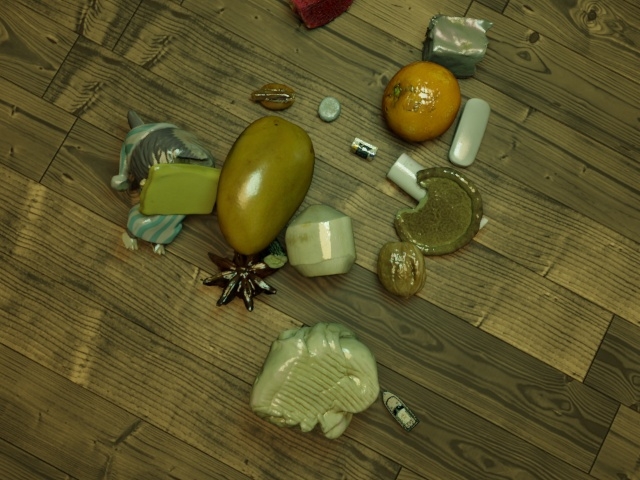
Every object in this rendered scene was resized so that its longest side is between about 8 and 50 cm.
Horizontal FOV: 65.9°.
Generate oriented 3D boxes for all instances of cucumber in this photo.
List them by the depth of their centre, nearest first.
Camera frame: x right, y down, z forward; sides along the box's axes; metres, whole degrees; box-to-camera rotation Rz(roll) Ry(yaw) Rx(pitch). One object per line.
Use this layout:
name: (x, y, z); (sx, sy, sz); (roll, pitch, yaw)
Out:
cucumber: (-0.187, -0.016, 1.552); (0.074, 0.074, 0.241); (-33, 62, -4)

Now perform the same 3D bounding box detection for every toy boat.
toy boat: (0.244, 0.530, 1.548); (0.055, 0.060, 0.141); (-41, 84, -3)

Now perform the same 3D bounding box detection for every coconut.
coconut: (0.002, 0.000, 1.508); (0.241, 0.241, 0.241); (0, 85, -1)

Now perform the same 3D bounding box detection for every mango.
mango: (-0.166, -0.166, 1.456); (0.232, 0.300, 0.445); (11, 63, 21)

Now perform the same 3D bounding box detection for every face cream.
face cream: (0.374, -0.140, 1.587); (0.345, 0.102, 0.102); (39, 85, 3)

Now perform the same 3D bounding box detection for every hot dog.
hot dog: (-0.154, -0.477, 1.624); (0.140, 0.060, 0.089); (9, 80, 3)

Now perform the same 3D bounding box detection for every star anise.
star anise: (-0.241, 0.114, 1.560); (0.272, 0.102, 0.271); (1, 57, -2)

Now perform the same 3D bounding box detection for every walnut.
walnut: (0.256, 0.092, 1.540); (0.156, 0.155, 0.184); (-6, 87, -2)

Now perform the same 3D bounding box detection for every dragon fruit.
dragon fruit: (-0.001, -0.821, 1.634); (0.274, 0.126, 0.161); (-33, 77, -13)

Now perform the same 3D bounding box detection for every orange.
orange: (0.316, -0.432, 1.547); (0.246, 0.246, 0.246); (0, 85, -1)

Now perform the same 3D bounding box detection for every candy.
candy: (0.426, -0.623, 1.591); (0.195, 0.185, 0.137); (6, 80, -1)

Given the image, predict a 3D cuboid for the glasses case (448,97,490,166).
glasses case: (0.490, -0.356, 1.629); (0.092, 0.059, 0.233); (18, 84, -1)

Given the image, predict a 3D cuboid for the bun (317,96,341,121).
bun: (0.030, -0.432, 1.631); (0.083, 0.045, 0.083); (0, 82, -2)

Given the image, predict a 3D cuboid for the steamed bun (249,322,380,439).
steamed bun: (-0.019, 0.401, 1.466); (0.339, 0.247, 0.352); (30, 92, -16)

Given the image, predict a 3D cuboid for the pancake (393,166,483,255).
pancake: (0.360, -0.086, 1.539); (0.288, 0.033, 0.286); (-20, 103, 27)

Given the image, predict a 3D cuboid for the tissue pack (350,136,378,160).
tissue pack: (0.141, -0.297, 1.614); (0.083, 0.062, 0.042); (27, 83, 0)

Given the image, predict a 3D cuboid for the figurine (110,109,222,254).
figurine: (-0.510, -0.215, 1.557); (0.361, 0.266, 0.377); (-48, 53, 20)
